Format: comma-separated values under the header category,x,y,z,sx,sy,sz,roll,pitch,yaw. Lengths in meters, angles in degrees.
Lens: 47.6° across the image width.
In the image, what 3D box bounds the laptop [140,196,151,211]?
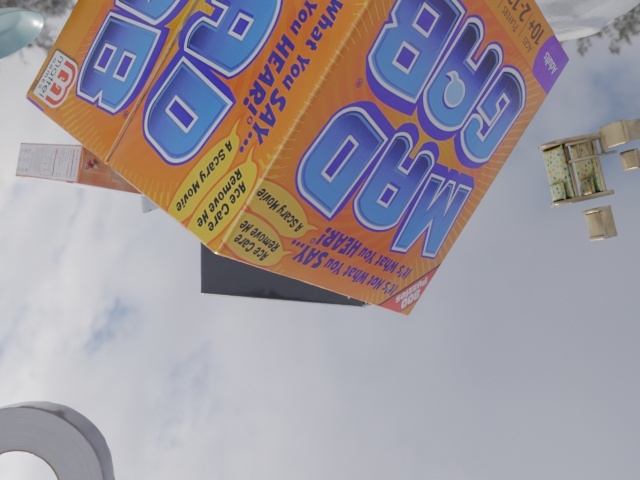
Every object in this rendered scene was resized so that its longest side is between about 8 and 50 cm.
category,x,y,z,sx,sy,sz,roll,pitch,yaw
laptop,-0.337,-0.271,1.976,0.408,0.236,0.382,-23,-179,-14

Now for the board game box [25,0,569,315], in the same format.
category,x,y,z,sx,sy,sz,roll,pitch,yaw
board game box,-0.016,-0.180,0.801,0.356,0.356,0.356,35,-83,35

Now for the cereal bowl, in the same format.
category,x,y,z,sx,sy,sz,roll,pitch,yaw
cereal bowl,0.371,-0.403,1.176,0.339,0.339,0.141,3,-81,46

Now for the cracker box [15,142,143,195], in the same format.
category,x,y,z,sx,sy,sz,roll,pitch,yaw
cracker box,-0.401,-0.123,1.255,0.232,0.156,0.067,10,-90,44

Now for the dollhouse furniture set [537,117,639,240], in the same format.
category,x,y,z,sx,sy,sz,roll,pitch,yaw
dollhouse furniture set,0.458,-0.091,1.197,0.161,0.101,0.181,161,-84,-71

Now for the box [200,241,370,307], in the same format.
category,x,y,z,sx,sy,sz,roll,pitch,yaw
box,0.000,0.000,1.225,0.297,0.294,0.182,2,-85,25

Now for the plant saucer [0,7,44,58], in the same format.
category,x,y,z,sx,sy,sz,roll,pitch,yaw
plant saucer,-0.660,-0.425,1.474,0.195,0.037,0.195,-31,180,0

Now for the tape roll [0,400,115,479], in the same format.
category,x,y,z,sx,sy,sz,roll,pitch,yaw
tape roll,-0.379,0.318,0.926,0.219,0.219,0.072,-56,-178,-6
